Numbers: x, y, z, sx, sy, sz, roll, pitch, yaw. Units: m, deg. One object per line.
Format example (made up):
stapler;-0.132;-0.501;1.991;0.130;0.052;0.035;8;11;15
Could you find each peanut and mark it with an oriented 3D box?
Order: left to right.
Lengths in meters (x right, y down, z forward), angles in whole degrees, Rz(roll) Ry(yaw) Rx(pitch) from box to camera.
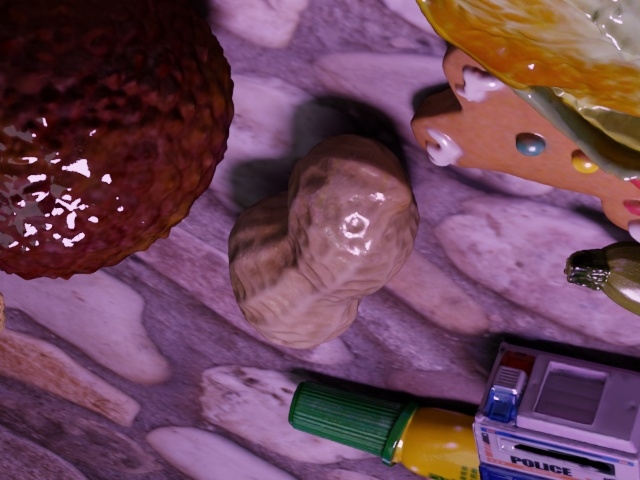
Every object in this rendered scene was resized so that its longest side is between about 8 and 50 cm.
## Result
peanut;0.000;0.000;1.536;0.136;0.120;0.298;19;152;-12

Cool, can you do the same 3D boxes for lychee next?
lychee;-0.189;-0.100;1.331;0.260;0.261;0.260;15;154;8

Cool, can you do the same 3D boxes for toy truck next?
toy truck;0.287;0.191;1.707;0.268;0.124;0.155;11;148;19

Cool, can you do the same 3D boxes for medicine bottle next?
medicine bottle;0.116;0.212;1.911;0.308;0.076;0.111;14;151;10

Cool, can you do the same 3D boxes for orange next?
orange;0.204;-0.157;1.014;0.262;0.196;0.334;43;144;-13

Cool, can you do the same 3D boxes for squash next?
squash;0.315;0.052;1.483;0.252;0.066;0.066;24;153;-10

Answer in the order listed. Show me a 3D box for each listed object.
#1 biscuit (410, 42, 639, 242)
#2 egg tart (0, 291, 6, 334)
biscuit;0.239;-0.061;1.341;0.339;0.047;0.216;20;155;0
egg tart;-0.445;0.005;1.824;0.315;0.120;0.315;15;152;9
